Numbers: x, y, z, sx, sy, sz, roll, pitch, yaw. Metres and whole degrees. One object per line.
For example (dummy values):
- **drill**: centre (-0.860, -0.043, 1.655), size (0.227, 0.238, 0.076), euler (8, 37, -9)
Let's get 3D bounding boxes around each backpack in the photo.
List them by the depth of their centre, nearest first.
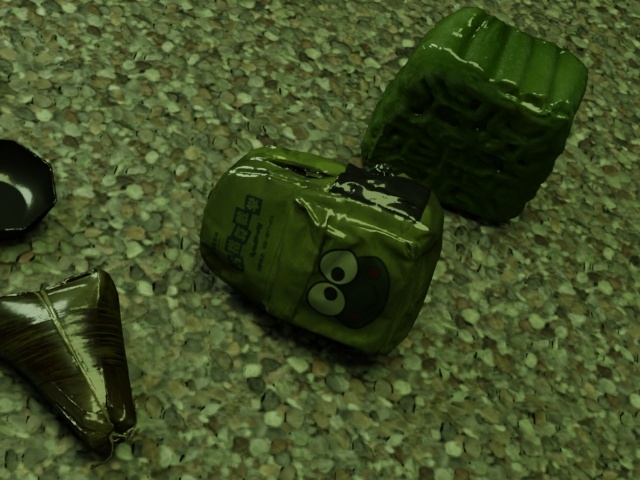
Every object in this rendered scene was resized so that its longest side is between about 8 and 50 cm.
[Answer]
- **backpack**: centre (0.000, 0.000, 1.253), size (0.253, 0.207, 0.140), euler (21, 32, 6)

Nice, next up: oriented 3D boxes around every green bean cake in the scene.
- **green bean cake**: centre (0.187, -0.150, 1.415), size (0.222, 0.248, 0.125), euler (23, 49, -4)

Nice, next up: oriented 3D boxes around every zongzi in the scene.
- **zongzi**: centre (-0.275, 0.131, 1.124), size (0.184, 0.084, 0.187), euler (-10, 59, -11)

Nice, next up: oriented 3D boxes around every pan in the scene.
- **pan**: centre (-0.384, -0.070, 1.260), size (0.202, 0.048, 0.128), euler (35, 47, 7)
